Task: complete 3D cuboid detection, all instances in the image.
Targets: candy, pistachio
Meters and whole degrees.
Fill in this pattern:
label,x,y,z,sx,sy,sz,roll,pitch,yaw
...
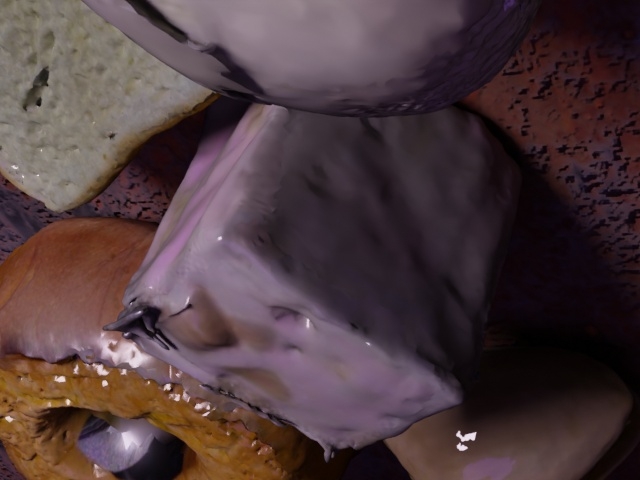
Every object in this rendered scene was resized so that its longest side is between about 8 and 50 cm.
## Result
label,x,y,z,sx,sy,sz,roll,pitch,yaw
candy,-0.023,-0.166,0.404,0.295,0.295,0.185,39,105,-15
pistachio,0.126,0.127,0.748,0.185,0.124,0.124,-16,127,19
candy,0.000,0.000,0.610,0.185,0.195,0.137,33,142,-15

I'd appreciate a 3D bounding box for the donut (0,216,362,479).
label,x,y,z,sx,sy,sz,roll,pitch,yaw
donut,-0.120,0.111,0.830,0.299,0.150,0.317,42,138,-14

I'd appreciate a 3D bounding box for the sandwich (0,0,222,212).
label,x,y,z,sx,sy,sz,roll,pitch,yaw
sandwich,-0.180,-0.156,0.610,0.273,0.095,0.249,40,141,-17
